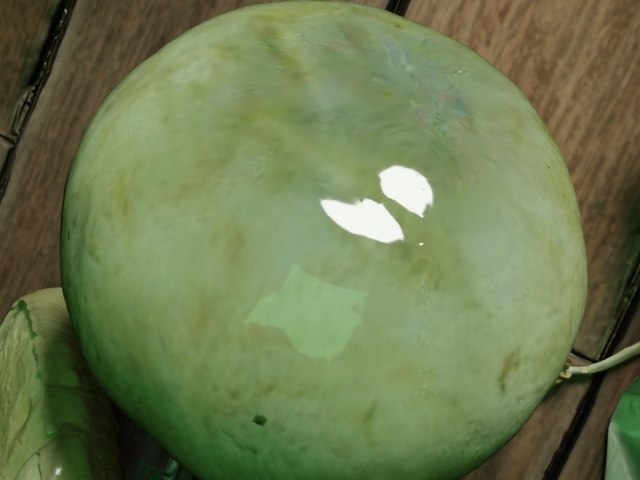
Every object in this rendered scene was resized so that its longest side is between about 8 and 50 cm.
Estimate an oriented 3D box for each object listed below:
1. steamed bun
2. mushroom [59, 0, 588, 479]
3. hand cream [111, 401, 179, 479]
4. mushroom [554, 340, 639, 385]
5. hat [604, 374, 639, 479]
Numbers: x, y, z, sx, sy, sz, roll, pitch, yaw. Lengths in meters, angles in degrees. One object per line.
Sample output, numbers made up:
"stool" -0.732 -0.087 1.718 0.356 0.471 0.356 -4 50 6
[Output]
"steamed bun" -0.217 0.182 0.662 0.110 0.212 0.231 20 102 -37
"mushroom" 0.000 0.000 0.552 0.352 0.260 0.352 5 55 -7
"hand cream" -0.186 0.253 0.722 0.079 0.050 0.275 18 91 -19
"mushroom" 0.303 0.047 0.652 0.286 0.028 0.026 -27 47 8
"hat" 0.360 0.193 0.562 0.301 0.258 0.168 24 84 -6
